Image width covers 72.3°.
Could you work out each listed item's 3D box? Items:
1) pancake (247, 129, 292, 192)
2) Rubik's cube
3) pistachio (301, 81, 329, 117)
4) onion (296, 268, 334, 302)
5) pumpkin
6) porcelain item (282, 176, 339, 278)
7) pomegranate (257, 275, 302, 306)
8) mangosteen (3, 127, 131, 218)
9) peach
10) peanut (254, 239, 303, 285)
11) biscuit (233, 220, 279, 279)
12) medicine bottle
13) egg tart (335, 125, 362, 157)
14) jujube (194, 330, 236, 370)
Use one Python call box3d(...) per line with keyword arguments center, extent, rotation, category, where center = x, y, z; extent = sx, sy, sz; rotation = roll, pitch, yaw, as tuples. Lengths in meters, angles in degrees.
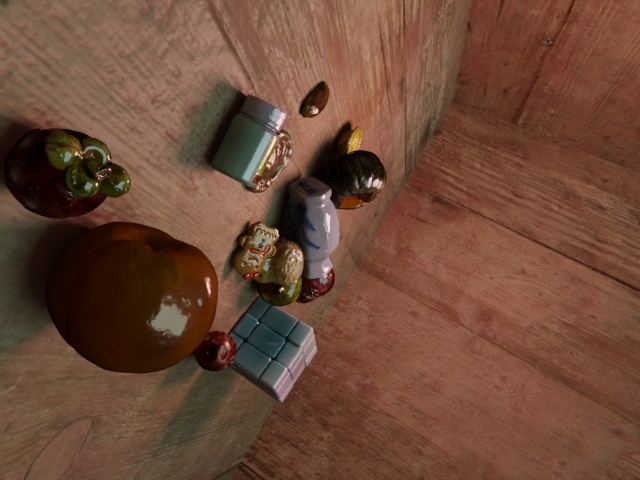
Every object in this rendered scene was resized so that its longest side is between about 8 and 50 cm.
box3d(center=(-0.168, -0.263, 1.474), extent=(0.236, 0.042, 0.222), rotation=(-41, 152, -49), category="pancake")
box3d(center=(-0.233, 0.506, 2.029), extent=(0.315, 0.322, 0.318), rotation=(-52, 159, -23), category="Rubik's cube")
box3d(center=(-0.006, -0.491, 1.560), extent=(0.172, 0.049, 0.089), rotation=(-52, 162, -25), category="pistachio")
box3d(center=(-0.052, 0.206, 2.264), extent=(0.222, 0.281, 0.280), rotation=(19, 104, -29), category="onion")
box3d(center=(0.132, -0.255, 1.920), extent=(0.320, 0.321, 0.192), rotation=(60, 17, -70), category="pumpkin")
box3d(center=(-0.039, -0.049, 1.826), extent=(0.179, 0.243, 0.404), rotation=(-23, 131, -30), category="porcelain item")
box3d(center=(-0.180, 0.173, 1.924), extent=(0.245, 0.199, 0.198), rotation=(-95, -167, -46), category="pomegranate")
box3d(center=(-0.427, -0.117, 0.744), extent=(0.166, 0.180, 0.165), rotation=(-6, 90, -66), category="mangosteen")
box3d(center=(-0.398, 0.131, 0.947), extent=(0.301, 0.343, 0.343), rotation=(-66, 162, 7), category="peach")
box3d(center=(-0.183, 0.090, 1.746), extent=(0.110, 0.233, 0.196), rotation=(-109, -155, -69), category="peanut")
box3d(center=(-0.242, 0.042, 1.622), extent=(0.166, 0.036, 0.225), rotation=(27, 96, -41), category="biscuit")
box3d(center=(-0.196, -0.272, 1.213), extent=(0.225, 0.139, 0.139), rotation=(-63, 163, 5), category="medicine bottle")
box3d(center=(0.124, -0.430, 1.980), extent=(0.191, 0.074, 0.191), rotation=(-53, 161, -28), category="egg tart")
box3d(center=(-0.407, 0.440, 1.731), extent=(0.155, 0.155, 0.230), rotation=(-56, 172, -17), category="jujube")
